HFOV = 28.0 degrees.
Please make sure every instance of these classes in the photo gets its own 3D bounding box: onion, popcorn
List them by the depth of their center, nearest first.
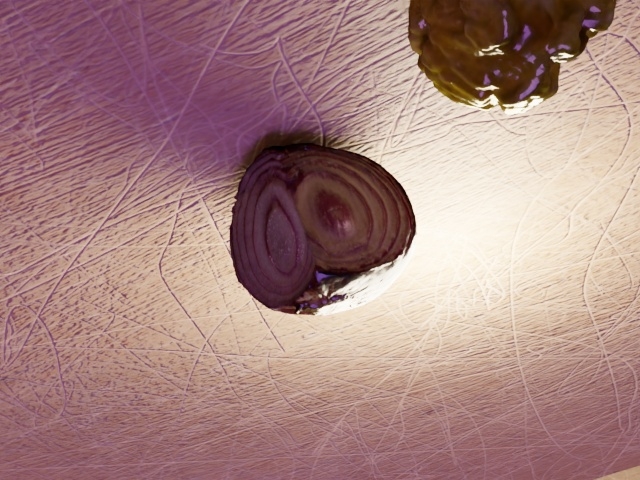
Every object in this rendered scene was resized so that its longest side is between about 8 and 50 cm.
[{"bbox_3d":[0.199,-0.247,1.360,0.203,0.226,0.200,-35,-156,-30],"label":"popcorn"},{"bbox_3d":[0.004,0.000,1.685,0.207,0.216,0.206,1,154,-30],"label":"onion"}]
